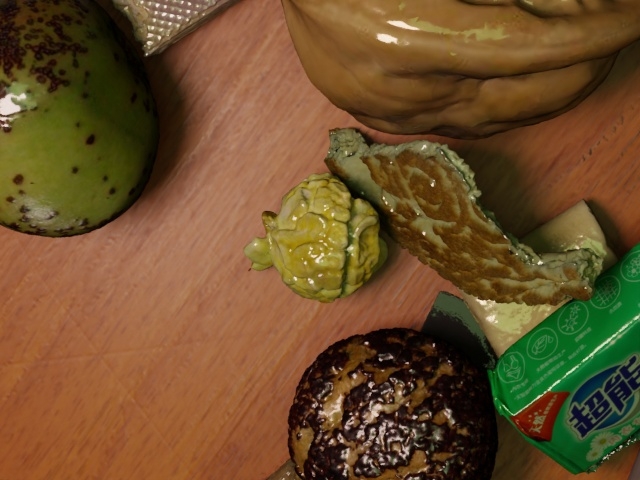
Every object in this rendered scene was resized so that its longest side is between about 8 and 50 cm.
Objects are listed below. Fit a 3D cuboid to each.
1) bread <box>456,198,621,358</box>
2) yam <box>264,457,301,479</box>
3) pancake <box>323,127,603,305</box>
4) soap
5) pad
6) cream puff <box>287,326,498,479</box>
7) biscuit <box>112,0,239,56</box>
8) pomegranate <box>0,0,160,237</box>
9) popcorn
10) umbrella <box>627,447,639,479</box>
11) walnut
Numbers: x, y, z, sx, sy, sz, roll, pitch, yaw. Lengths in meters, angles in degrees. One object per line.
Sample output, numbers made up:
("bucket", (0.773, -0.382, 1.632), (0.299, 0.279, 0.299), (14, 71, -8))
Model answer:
("bread", (0.254, 0.056, 1.673), (0.178, 0.060, 0.139), (-33, 91, 8))
("yam", (-0.133, 0.385, 1.747), (0.357, 0.081, 0.081), (-41, 91, 6))
("pancake", (0.142, -0.036, 1.609), (0.376, 0.197, 0.054), (32, 60, 27))
("soap", (0.321, 0.114, 1.609), (0.273, 0.098, 0.218), (-41, 127, 14))
("pad", (0.149, 0.166, 1.727), (0.116, 0.004, 0.193), (25, 98, 3))
("cream puff", (0.071, 0.207, 1.633), (0.239, 0.165, 0.239), (-11, 70, 34))
("biscuit", (-0.125, -0.305, 1.656), (0.239, 0.062, 0.108), (-33, 90, -4))
("pomegranate", (-0.347, -0.118, 1.621), (0.341, 0.285, 0.285), (-30, 93, 10))
("popcorn", (0.000, 0.000, 1.660), (0.162, 0.135, 0.141), (10, 119, -7))
("umbrella", (0.368, 0.307, 1.686), (0.067, 0.073, 0.337), (14, 99, -29))
("walnut", (0.140, -0.271, 1.529), (0.384, 0.383, 0.383), (1, 97, 6))
